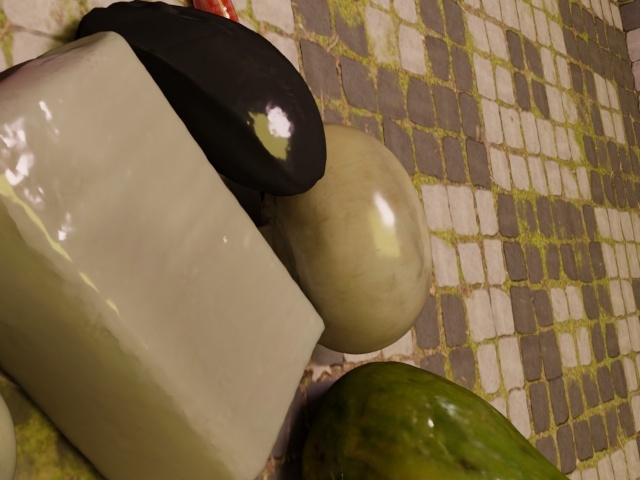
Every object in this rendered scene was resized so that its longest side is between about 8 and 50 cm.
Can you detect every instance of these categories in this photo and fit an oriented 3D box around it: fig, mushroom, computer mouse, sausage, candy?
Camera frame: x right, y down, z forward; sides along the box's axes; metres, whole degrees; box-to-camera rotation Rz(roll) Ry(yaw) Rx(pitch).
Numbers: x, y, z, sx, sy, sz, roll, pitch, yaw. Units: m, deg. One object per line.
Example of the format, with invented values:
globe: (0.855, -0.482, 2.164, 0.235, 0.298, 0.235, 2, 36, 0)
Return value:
fig: (0.114, 0.240, 0.859, 0.233, 0.314, 0.233, 2, 87, -26)
mushroom: (0.000, 0.000, 0.860, 0.246, 0.202, 0.246, 169, -90, -82)
computer mouse: (-0.096, -0.149, 0.746, 0.270, 0.086, 0.137, 40, 37, 17)
sausage: (-0.103, -0.221, 0.912, 0.050, 0.048, 0.145, -33, 103, -58)
candy: (-0.159, 0.025, 0.673, 0.358, 0.145, 0.208, 57, 40, -26)

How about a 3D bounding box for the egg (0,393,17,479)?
egg: (-0.258, 0.125, 0.535, 0.152, 0.114, 0.114, 53, 42, -32)
